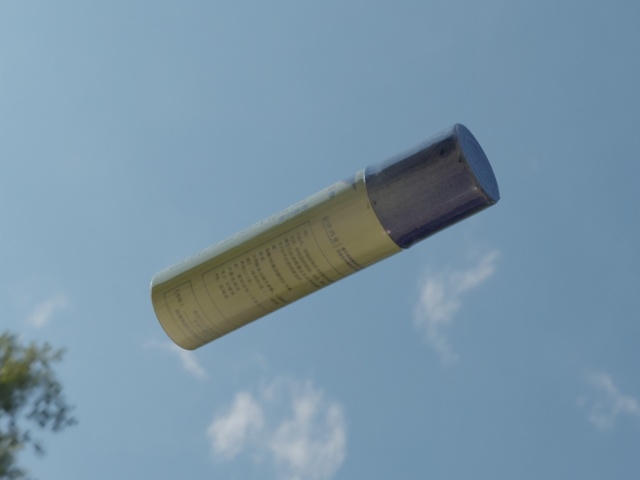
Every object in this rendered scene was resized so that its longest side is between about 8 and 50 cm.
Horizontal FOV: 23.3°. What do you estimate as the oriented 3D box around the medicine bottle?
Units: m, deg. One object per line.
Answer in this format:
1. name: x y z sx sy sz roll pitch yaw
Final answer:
1. medicine bottle: 0.000 0.000 0.988 0.230 0.059 0.059 -26 -78 20
